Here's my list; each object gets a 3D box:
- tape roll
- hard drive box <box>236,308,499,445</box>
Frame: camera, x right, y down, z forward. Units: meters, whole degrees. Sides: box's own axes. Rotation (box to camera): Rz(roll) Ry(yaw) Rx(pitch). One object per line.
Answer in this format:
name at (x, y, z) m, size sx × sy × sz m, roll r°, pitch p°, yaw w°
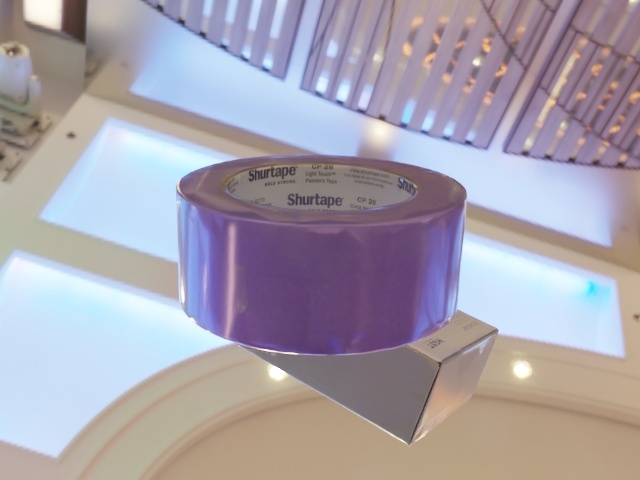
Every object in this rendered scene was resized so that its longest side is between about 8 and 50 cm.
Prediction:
tape roll at (0.000, 0.000, 0.532) m, size 0.189 × 0.080 × 0.189 m, roll 1°, pitch -161°, yaw 0°
hard drive box at (0.042, 0.093, 0.829) m, size 0.232 × 0.089 × 0.181 m, roll 26°, pitch -164°, yaw 25°
